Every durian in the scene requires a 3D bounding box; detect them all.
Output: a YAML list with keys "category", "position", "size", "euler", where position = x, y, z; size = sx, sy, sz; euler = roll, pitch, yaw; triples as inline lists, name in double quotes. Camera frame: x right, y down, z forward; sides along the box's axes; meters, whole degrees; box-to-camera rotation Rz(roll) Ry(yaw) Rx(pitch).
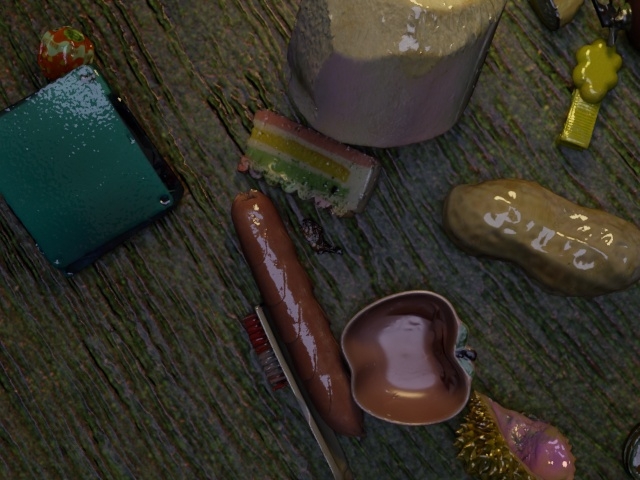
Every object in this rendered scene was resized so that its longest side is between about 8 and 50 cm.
- category: "durian"
  position: [0.293, 0.316, 1.299]
  size: [0.165, 0.182, 0.132]
  euler: [22, 79, 33]

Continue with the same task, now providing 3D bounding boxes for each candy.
- category: "candy"
  position: [-0.431, -0.198, 1.367]
  size: [0.084, 0.078, 0.287]
  euler: [28, 106, 32]

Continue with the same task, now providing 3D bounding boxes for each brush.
- category: "brush"
  position: [-0.037, 0.249, 1.364]
  size: [0.050, 0.060, 0.320]
  euler: [-26, 91, 17]

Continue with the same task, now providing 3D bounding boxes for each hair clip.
- category: "hair clip"
  position: [0.406, -0.225, 1.314]
  size: [0.072, 0.046, 0.173]
  euler: [20, 92, -1]

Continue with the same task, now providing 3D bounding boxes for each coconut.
- category: "coconut"
  position: [0.095, -0.283, 1.212]
  size: [0.298, 0.309, 0.297]
  euler: [5, 55, -8]

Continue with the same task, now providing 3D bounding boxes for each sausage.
- category: "sausage"
  position: [-0.033, 0.120, 1.342]
  size: [0.088, 0.088, 0.432]
  euler: [-26, 91, 5]

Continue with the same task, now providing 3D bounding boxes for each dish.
- category: "dish"
  position: [0.138, 0.176, 1.332]
  size: [0.214, 0.090, 0.213]
  euler: [0, 93, 6]

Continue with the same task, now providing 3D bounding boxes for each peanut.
- category: "peanut"
  position: [0.333, -0.005, 1.288]
  size: [0.313, 0.149, 0.149]
  euler: [24, 94, 2]

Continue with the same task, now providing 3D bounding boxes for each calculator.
- category: "calculator"
  position: [-0.378, -0.110, 1.337]
  size: [0.248, 0.058, 0.274]
  euler: [-32, 109, 4]

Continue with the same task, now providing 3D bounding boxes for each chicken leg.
- category: "chicken leg"
  position: [-0.002, 0.000, 1.365]
  size: [0.036, 0.021, 0.083]
  euler: [-43, 90, -5]

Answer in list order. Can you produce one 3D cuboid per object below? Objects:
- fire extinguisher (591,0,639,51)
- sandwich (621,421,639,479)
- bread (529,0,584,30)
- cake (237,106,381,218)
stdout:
- category: "fire extinguisher"
  position: [0.558, -0.346, 1.260]
  size: [0.338, 0.114, 0.135]
  euler: [-6, 107, 4]
- category: "sandwich"
  position: [0.507, 0.331, 1.347]
  size: [0.069, 0.026, 0.101]
  euler: [29, 94, 3]
- category: "bread"
  position: [0.351, -0.402, 1.289]
  size: [0.094, 0.083, 0.157]
  euler: [-29, 93, 2]
- category: "cake"
  position: [-0.013, -0.116, 1.351]
  size: [0.226, 0.090, 0.109]
  euler: [26, 97, 21]
